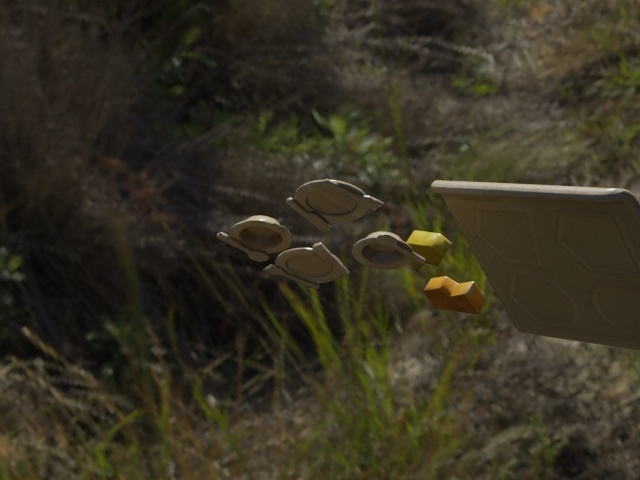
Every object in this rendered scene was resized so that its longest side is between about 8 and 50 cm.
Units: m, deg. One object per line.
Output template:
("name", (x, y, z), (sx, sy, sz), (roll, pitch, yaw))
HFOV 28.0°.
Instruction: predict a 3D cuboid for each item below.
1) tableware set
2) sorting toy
("tableware set", (0.000, 0.000, 1.138), (0.168, 0.141, 0.020), (-20, 51, 36))
("sorting toy", (0.200, 0.017, 1.219), (0.307, 0.229, 0.041), (6, 52, 46))
